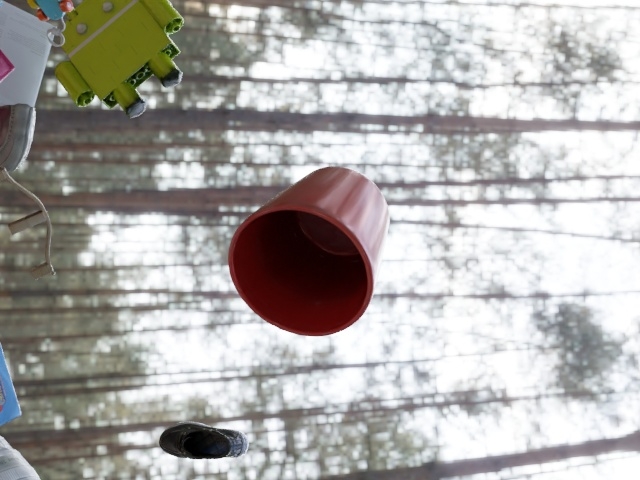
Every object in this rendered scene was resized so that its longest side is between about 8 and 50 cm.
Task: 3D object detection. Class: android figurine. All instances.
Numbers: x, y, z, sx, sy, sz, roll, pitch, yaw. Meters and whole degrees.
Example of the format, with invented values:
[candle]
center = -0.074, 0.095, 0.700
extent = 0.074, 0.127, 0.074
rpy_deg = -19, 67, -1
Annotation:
[android figurine]
center = -0.368, -0.354, 2.081
extent = 0.273, 0.248, 0.056
rpy_deg = 54, 3, 23

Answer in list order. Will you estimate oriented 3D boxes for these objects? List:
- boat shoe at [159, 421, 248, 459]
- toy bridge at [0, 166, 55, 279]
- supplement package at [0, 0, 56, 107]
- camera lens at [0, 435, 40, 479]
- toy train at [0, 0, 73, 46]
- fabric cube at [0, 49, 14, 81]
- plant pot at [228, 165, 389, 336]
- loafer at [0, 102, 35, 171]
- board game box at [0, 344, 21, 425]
[boat shoe]
center = -0.262, 0.429, 2.433
extent = 0.229, 0.076, 0.080
rpy_deg = 2, -94, 33
[toy bridge]
center = -0.458, -0.029, 1.808
extent = 0.188, 0.063, 0.026
rpy_deg = 68, -11, -18
[supplement package]
center = -0.648, -0.345, 2.223
extent = 0.149, 0.194, 0.203
rpy_deg = -17, -123, 50
[camera lens]
center = -0.473, 0.450, 1.668
extent = 0.274, 0.219, 0.219
rpy_deg = 51, -40, 15
[toy train]
center = -0.433, -0.358, 1.677
extent = 0.125, 0.166, 0.046
rpy_deg = -60, -176, 46
[fabric cube]
center = -0.725, -0.276, 1.900
extent = 0.259, 0.254, 0.258
rpy_deg = -12, -144, 42
[plant pot]
center = 0.000, 0.000, 2.104
extent = 0.243, 0.275, 0.275
rpy_deg = -57, 170, -54
[loafer]
center = -0.589, -0.174, 2.040
extent = 0.319, 0.112, 0.112
rpy_deg = -23, -123, 56
[board game box]
center = -0.811, 0.229, 2.591
extent = 0.302, 0.086, 0.308
rpy_deg = 28, -45, 45
